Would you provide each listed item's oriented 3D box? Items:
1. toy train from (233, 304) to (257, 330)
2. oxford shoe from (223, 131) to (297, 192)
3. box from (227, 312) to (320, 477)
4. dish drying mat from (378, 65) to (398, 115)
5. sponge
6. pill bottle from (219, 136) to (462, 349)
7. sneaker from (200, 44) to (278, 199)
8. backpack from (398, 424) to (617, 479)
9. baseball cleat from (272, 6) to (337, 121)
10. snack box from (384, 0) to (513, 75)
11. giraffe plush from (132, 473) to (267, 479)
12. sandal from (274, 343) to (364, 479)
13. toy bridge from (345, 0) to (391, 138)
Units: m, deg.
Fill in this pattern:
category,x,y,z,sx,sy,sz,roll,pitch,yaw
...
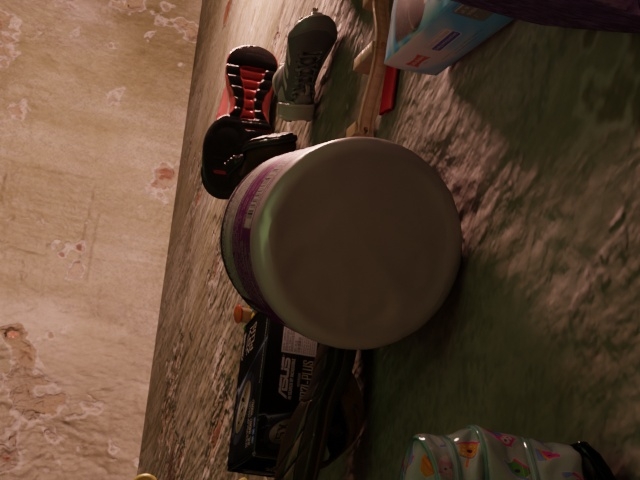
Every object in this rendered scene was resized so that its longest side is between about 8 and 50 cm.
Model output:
category,x,y,z,sx,sy,sz,roll,pitch,yaw
toy train,-0.092,0.107,1.487,0.166,0.046,0.125,118,159,-49
oxford shoe,-0.081,-0.105,1.588,0.227,0.082,0.096,143,114,-68
box,-0.046,0.170,1.177,0.147,0.077,0.180,132,146,-66
dish drying mat,0.076,-0.176,1.105,0.032,0.008,0.083,153,127,-72
sponge,0.133,-0.152,0.613,0.210,0.117,0.031,-133,57,-73
pill bottle,0.000,0.000,0.932,0.301,0.169,0.169,-174,95,-77
sneaker,-0.135,-0.189,1.831,0.136,0.115,0.314,104,178,-60
backpack,0.092,0.182,0.522,0.152,0.115,0.182,114,164,-51
baseball cleat,-0.017,-0.230,1.444,0.206,0.072,0.110,122,142,-67
snack box,0.130,-0.322,0.885,0.187,0.060,0.322,155,126,-73
giraffe plush,-0.173,0.386,1.328,0.181,0.170,0.210,-149,71,-76
sandal,0.013,0.162,1.002,0.090,0.060,0.219,-47,20,56
toy bridge,0.059,-0.205,1.159,0.063,0.026,0.188,145,134,-68
